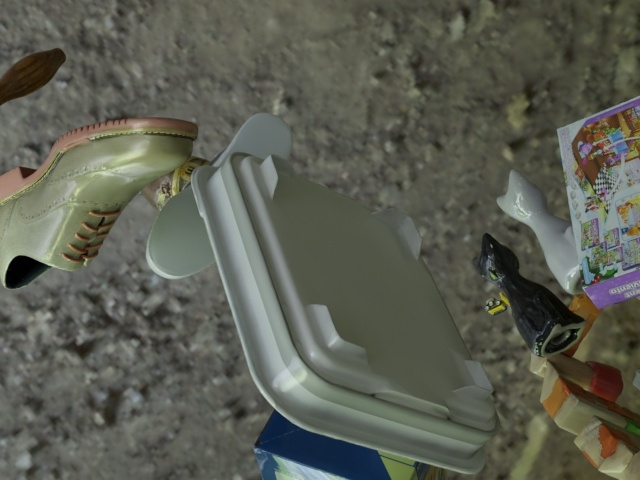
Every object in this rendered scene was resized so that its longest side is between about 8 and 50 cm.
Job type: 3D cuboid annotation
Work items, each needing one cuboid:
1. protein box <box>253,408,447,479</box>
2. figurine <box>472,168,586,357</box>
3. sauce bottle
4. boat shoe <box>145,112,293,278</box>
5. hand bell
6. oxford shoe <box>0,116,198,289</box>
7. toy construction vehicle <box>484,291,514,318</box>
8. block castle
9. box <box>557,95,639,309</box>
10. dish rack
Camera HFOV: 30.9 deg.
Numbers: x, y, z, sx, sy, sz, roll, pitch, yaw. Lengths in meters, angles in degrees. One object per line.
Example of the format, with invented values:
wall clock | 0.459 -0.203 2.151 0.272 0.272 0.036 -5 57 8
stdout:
protein box | 0.045 0.295 1.469 0.136 0.199 0.201 -59 152 -36
figurine | 0.314 0.027 1.699 0.092 0.209 0.215 -15 139 -31
sauce bottle | -0.184 -0.070 1.796 0.111 0.344 0.111 18 90 -84
boat shoe | -0.150 -0.056 1.638 0.301 0.108 0.102 -57 -171 -29
hand bell | -0.369 -0.149 1.266 0.242 0.126 0.126 -44 157 -40
oxford shoe | -0.280 -0.042 1.426 0.140 0.147 0.397 4 161 -42
toy construction vehicle | 0.343 0.105 1.991 0.098 0.035 0.086 -30 135 29
block castle | 0.539 0.214 1.780 0.212 0.453 0.303 26 102 -20
box | 0.428 -0.067 1.517 0.200 0.293 0.057 -22 134 25
dish rack | 0.034 0.050 1.085 0.285 0.333 0.072 23 122 -37
